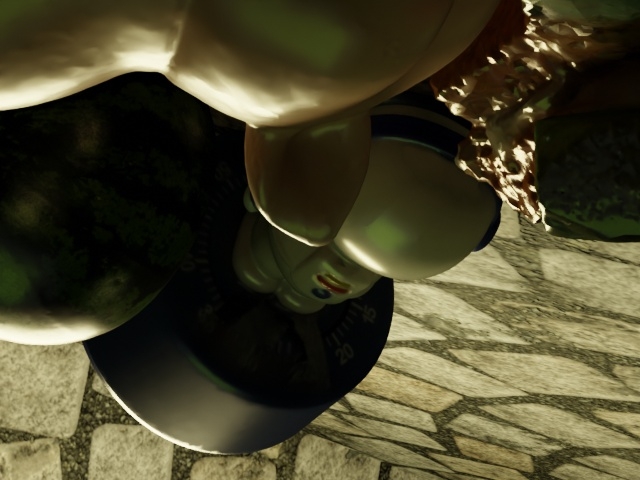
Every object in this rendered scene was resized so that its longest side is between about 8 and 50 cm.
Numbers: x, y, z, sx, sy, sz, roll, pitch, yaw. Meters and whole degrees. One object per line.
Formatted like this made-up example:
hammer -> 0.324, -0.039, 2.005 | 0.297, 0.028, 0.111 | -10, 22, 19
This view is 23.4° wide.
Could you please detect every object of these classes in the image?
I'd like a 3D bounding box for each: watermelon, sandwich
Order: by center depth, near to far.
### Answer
sandwich -> 0.160, -0.072, 0.858 | 0.250, 0.162, 0.301 | 25, 161, -14
watermelon -> -0.201, -0.059, 1.110 | 0.269, 0.269, 0.269 | 16, 165, 4

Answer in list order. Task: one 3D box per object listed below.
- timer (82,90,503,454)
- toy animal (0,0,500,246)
timer -> 0.000, 0.000, 1.224 | 0.270, 0.270, 0.383 | 24, 149, -26
toy animal -> -0.073, -0.141, 0.663 | 0.326, 0.237, 0.269 | -8, 161, 24
